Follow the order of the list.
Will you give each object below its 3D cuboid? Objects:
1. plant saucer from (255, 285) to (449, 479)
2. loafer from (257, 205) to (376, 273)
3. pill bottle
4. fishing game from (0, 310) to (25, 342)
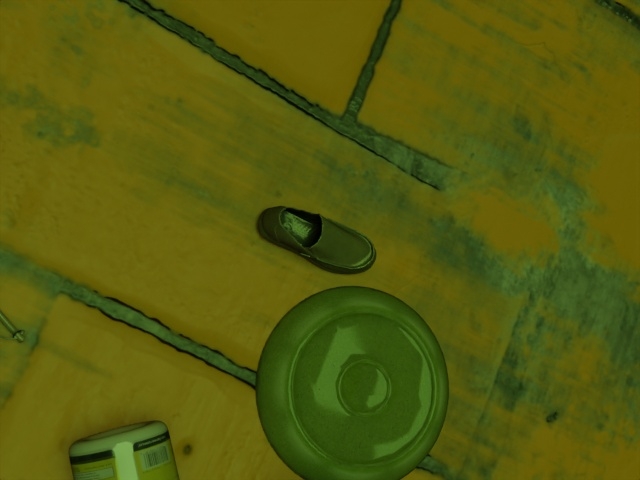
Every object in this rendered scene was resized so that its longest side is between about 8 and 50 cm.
[{"bbox_3d":[0.046,0.171,1.079,0.241,0.037,0.240,3,82,-17],"label":"plant saucer"},{"bbox_3d":[0.000,0.000,1.083,0.148,0.050,0.056,17,77,-15],"label":"loafer"},{"bbox_3d":[-0.188,0.284,0.951,0.103,0.103,0.184,-12,85,-19],"label":"pill bottle"},{"bbox_3d":[-0.426,0.127,0.906,0.189,0.041,0.264,48,50,-3],"label":"fishing game"}]
